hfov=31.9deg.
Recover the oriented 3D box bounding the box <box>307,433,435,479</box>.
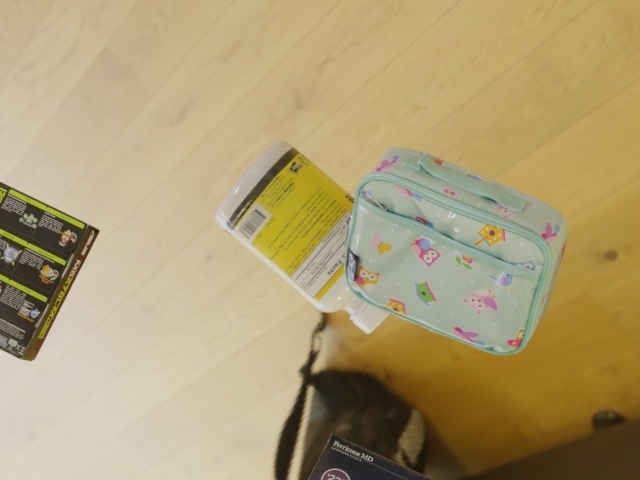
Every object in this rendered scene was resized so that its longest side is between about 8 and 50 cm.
[{"bbox_3d":[0.091,0.397,1.464,0.261,0.184,0.103,22,137,10],"label":"box"}]

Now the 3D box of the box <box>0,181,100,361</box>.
[{"bbox_3d":[-0.396,0.027,1.375,0.191,0.184,0.045,24,173,13],"label":"box"}]

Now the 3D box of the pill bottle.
[{"bbox_3d":[0.000,0.000,1.913,0.334,0.188,0.188,41,139,0],"label":"pill bottle"}]

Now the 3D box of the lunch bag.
[{"bbox_3d":[0.163,0.010,1.428,0.279,0.108,0.224,22,134,16],"label":"lunch bag"}]
